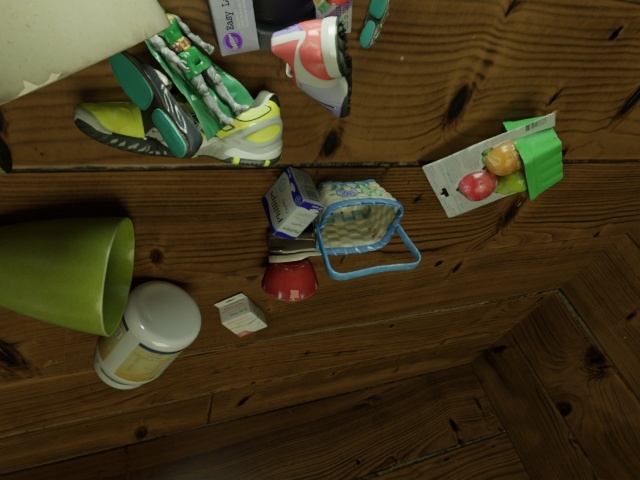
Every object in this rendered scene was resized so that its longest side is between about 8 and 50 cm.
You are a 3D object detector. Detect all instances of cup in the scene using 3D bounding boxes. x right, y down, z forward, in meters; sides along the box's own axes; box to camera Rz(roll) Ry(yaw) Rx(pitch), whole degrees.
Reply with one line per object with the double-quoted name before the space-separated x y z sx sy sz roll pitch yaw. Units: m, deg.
"cup" -0.389 -0.315 0.527 0.331 0.331 0.237 -22 121 1

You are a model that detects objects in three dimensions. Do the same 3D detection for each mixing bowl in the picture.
"mixing bowl" -0.094 0.095 1.365 0.182 0.181 0.098 -8 121 -19

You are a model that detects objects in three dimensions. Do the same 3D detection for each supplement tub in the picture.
"supplement tub" -0.531 0.293 1.329 0.228 0.228 0.316 15 132 -42

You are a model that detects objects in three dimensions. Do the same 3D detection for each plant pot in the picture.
"plant pot" -0.601 0.064 0.975 0.294 0.274 0.274 7 139 -12

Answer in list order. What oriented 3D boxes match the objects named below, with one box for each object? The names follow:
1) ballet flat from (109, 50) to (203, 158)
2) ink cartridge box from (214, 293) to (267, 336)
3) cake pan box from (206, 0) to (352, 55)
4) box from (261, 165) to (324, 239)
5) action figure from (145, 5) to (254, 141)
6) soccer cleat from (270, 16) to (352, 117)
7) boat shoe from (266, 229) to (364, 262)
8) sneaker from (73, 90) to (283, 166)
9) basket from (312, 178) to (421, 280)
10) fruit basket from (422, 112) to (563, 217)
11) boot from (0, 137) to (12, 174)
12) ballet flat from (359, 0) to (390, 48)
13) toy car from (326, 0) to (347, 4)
"ballet flat" -0.269 -0.233 0.745 0.074 0.074 0.203 -32 101 15
"ink cartridge box" -0.284 0.270 1.573 0.115 0.067 0.198 -23 146 4
"cake pan box" -0.069 -0.440 0.699 0.246 0.070 0.266 -12 146 -9
"box" -0.075 -0.094 1.123 0.072 0.126 0.137 11 134 -40
"action figure" -0.220 -0.302 0.743 0.063 0.137 0.232 -15 122 47
"soccer cleat" -0.001 -0.314 0.826 0.117 0.108 0.318 1 179 8
"boat shoe" 0.000 0.000 1.312 0.325 0.096 0.116 -7 180 -15
"sneaker" -0.258 -0.239 0.849 0.385 0.145 0.147 -1 114 -26
"basket" 0.098 -0.027 1.164 0.255 0.289 0.201 -7 144 -22
"fruit basket" 0.507 -0.211 1.290 0.353 0.165 0.327 -17 149 23
"boot" -0.704 -0.169 0.718 0.270 0.089 0.236 -10 144 -14
"ballet flat" 0.109 -0.428 0.843 0.041 0.041 0.114 -3 142 -25
"toy car" 0.102 -0.490 0.651 0.239 0.053 0.225 -37 152 -23
